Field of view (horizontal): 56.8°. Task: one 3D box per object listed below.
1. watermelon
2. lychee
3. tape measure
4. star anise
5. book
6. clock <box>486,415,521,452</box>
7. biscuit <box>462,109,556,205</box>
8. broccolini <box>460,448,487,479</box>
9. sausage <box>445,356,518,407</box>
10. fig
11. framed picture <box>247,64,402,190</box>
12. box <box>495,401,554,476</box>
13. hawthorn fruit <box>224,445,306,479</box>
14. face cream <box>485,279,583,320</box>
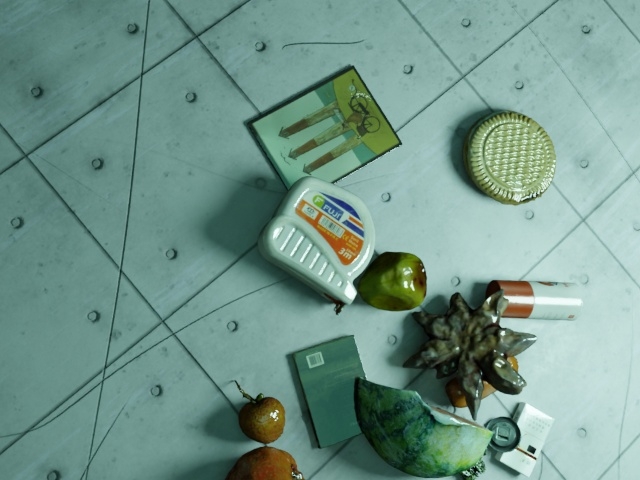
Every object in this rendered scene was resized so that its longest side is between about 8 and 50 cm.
[{"bbox_3d":[0.213,0.416,1.334,0.305,0.180,0.224,24,120,2],"label":"watermelon"},{"bbox_3d":[-0.140,0.392,1.328,0.140,0.114,0.101,46,52,-19],"label":"lychee"},{"bbox_3d":[0.000,0.000,1.397,0.258,0.130,0.265,34,74,-7],"label":"tape measure"},{"bbox_3d":[0.339,0.255,1.380,0.315,0.108,0.316,-9,60,16],"label":"star anise"},{"bbox_3d":[0.039,0.355,1.401,0.160,0.024,0.229,-16,85,-11],"label":"book"},{"bbox_3d":[0.442,0.468,1.429,0.085,0.017,0.085,-15,57,23],"label":"clock"},{"bbox_3d":[0.490,-0.216,1.528,0.258,0.079,0.259,1,82,-9],"label":"biscuit"},{"bbox_3d":[0.287,0.464,1.415,0.271,0.062,0.123,36,69,0],"label":"broccolini"},{"bbox_3d":[0.395,0.338,1.436,0.197,0.076,0.076,-25,87,-13],"label":"sausage"},{"bbox_3d":[0.171,0.100,1.402,0.165,0.144,0.154,-27,66,-1],"label":"fig"},{"bbox_3d":[0.015,-0.269,1.495,0.323,0.013,0.244,-31,87,-13],"label":"framed picture"},{"bbox_3d":[0.498,0.485,1.448,0.083,0.040,0.154,30,78,-4],"label":"box"},{"bbox_3d":[-0.143,0.568,1.264,0.243,0.207,0.208,-30,87,1],"label":"hawthorn fruit"},{"bbox_3d":[0.530,0.148,1.474,0.214,0.096,0.096,3,81,-8],"label":"face cream"}]
